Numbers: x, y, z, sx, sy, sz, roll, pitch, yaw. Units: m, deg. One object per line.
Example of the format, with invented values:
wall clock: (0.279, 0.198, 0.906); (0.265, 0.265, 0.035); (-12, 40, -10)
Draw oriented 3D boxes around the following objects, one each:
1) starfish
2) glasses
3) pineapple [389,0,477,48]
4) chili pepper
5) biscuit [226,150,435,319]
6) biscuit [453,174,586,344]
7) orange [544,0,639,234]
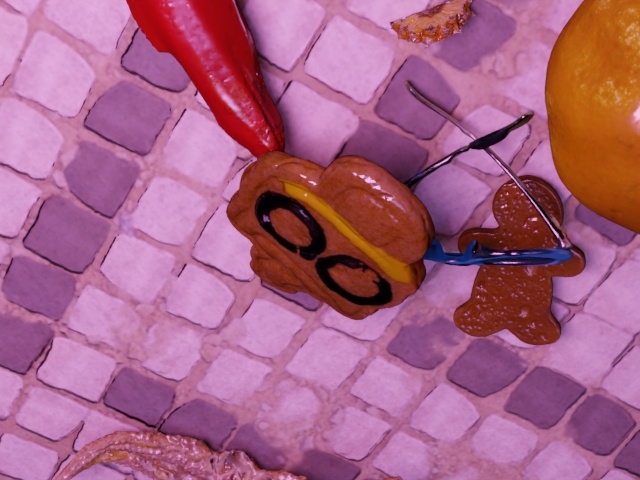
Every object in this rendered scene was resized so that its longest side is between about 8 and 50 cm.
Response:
starfish: (-0.140, 0.358, 1.337); (0.398, 0.132, 0.383); (19, 115, -4)
glasses: (0.131, -0.050, 1.095); (0.239, 0.102, 0.206); (2, 118, 19)
pineapple: (0.110, -0.209, 1.053); (0.083, 0.045, 0.019); (-17, 130, 7)
chili pepper: (-0.128, -0.232, 1.012); (0.110, 0.110, 0.387); (-19, 119, 13)
biscuit: (0.000, 0.000, 1.092); (0.208, 0.041, 0.290); (40, 149, -10)
biscuit: (0.218, 0.021, 1.187); (0.138, 0.031, 0.204); (7, 121, 11)
orange: (0.341, -0.122, 0.983); (0.279, 0.235, 0.279); (4, 127, 6)
